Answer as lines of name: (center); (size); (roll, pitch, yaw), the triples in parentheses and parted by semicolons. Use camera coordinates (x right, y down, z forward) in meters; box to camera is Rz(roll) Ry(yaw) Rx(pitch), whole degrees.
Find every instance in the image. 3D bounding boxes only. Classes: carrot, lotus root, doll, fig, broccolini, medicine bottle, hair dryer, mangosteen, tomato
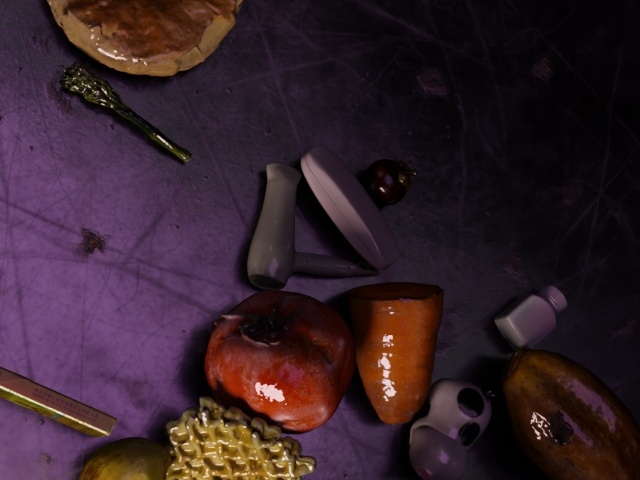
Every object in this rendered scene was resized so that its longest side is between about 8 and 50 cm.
carrot: (0.128, 0.183, 1.792); (0.159, 0.159, 0.225); (-4, 91, -21)
lotus root: (0.408, 0.308, 1.847); (0.193, 0.193, 0.291); (-39, 94, -22)
doll: (0.207, 0.314, 1.811); (0.110, 0.107, 0.180); (38, 74, -32)
fig: (-0.286, 0.354, 1.600); (0.121, 0.153, 0.136); (13, 33, -45)
broccolini: (-0.302, -0.203, 1.759); (0.239, 0.051, 0.054); (35, 25, -12)
medicine bottle: (0.370, 0.131, 1.932); (0.118, 0.055, 0.074); (-38, 93, -21)
hair dryer: (0.000, 0.000, 1.827); (0.237, 0.075, 0.206); (20, 67, -24)
mangosteen: (0.113, -0.099, 1.869); (0.081, 0.081, 0.080); (4, 78, -20)
tomato: (-0.057, 0.185, 1.686); (0.232, 0.232, 0.188); (-26, 129, -23)

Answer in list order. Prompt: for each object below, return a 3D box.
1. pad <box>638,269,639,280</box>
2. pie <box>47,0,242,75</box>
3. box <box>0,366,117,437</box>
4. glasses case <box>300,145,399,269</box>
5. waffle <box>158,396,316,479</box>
pad: (0.673, 0.180, 2.062); (0.160, 0.009, 0.265); (-1, 79, -20)
pie: (-0.278, -0.420, 1.787); (0.340, 0.083, 0.339); (4, 80, -21)
box: (-0.395, 0.231, 1.593); (0.193, 0.121, 0.030); (28, 70, -14)
glasses case: (0.050, -0.054, 1.832); (0.233, 0.059, 0.092); (54, 27, -4)
waffle: (-0.131, 0.322, 1.649); (0.223, 0.204, 0.054); (31, 37, -10)
